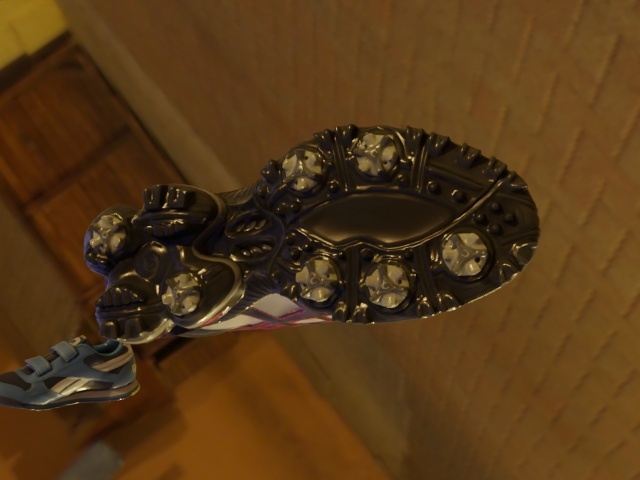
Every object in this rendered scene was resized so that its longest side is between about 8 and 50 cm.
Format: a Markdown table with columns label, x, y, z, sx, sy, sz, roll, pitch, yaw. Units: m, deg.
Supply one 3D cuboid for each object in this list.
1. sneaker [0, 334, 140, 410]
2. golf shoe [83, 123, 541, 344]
| label | x | y | z | sx | sy | sz | roll | pitch | yaw |
| --- | --- | --- | --- | --- | --- | --- | --- | --- | --- |
| sneaker | -0.231 | 0.114 | 1.186 | 0.053 | 0.144 | 0.059 | 23 | 115 | 55 |
| golf shoe | 0.000 | 0.000 | 0.757 | 0.120 | 0.273 | 0.105 | 10 | -105 | -62 |
